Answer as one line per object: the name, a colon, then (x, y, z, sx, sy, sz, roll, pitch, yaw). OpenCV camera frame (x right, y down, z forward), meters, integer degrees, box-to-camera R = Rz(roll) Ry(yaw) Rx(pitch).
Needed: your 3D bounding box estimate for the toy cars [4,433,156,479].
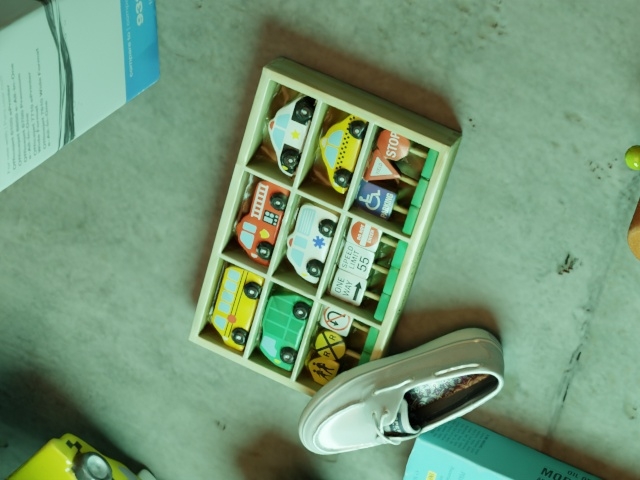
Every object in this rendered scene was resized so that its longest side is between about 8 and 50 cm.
toy cars: (-0.088, 0.265, 1.775, 0.393, 0.087, 0.176, 11, 120, 14)

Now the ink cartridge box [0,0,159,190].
ink cartridge box: (-0.290, -0.146, 1.552, 0.223, 0.307, 0.129, 8, 114, 19)

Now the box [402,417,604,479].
box: (0.186, 0.239, 1.661, 0.244, 0.060, 0.100, 23, 118, 13)

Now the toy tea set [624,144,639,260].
toy tea set: (0.379, 0.013, 1.463, 0.336, 0.124, 0.200, 38, 157, -17)

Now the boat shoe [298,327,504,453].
boat shoe: (0.067, 0.136, 1.637, 0.184, 0.063, 0.066, -20, 119, 8)

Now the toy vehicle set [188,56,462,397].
toy vehicle set: (0.000, 0.000, 1.652, 0.166, 0.035, 0.267, 23, 118, 12)
